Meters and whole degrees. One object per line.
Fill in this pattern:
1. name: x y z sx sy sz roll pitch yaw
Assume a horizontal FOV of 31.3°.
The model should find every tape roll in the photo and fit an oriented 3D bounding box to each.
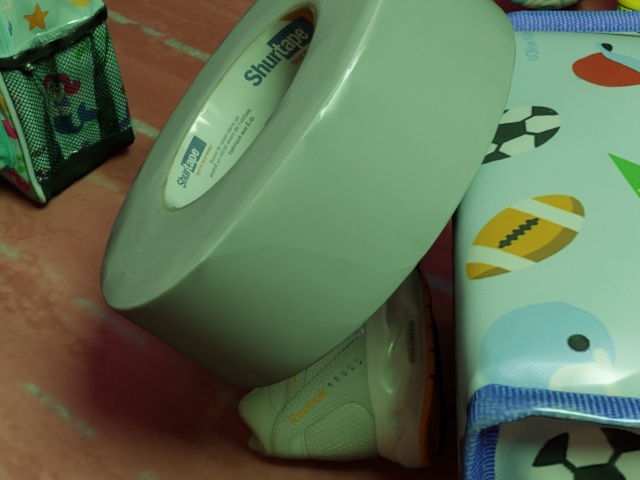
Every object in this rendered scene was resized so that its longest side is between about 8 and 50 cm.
1. tape roll: -0.012 -0.043 0.535 0.072 0.219 0.219 34 33 -21

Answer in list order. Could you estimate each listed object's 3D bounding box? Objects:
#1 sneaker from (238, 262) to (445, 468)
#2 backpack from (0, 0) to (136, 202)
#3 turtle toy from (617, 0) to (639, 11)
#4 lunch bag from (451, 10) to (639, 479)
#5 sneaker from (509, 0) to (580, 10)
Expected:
1. sneaker: 0.000 0.000 0.642 0.121 0.099 0.263 -6 58 7
2. backpack: -0.250 -0.167 0.768 0.225 0.254 0.191 31 48 32
3. turtle toy: 0.265 -0.134 0.864 0.066 0.095 0.130 -3 33 -39
4. lunch bag: 0.251 0.051 0.506 0.385 0.239 0.328 -2 36 6
5. sneaker: 0.203 -0.285 1.052 0.086 0.085 0.237 -2 35 9
